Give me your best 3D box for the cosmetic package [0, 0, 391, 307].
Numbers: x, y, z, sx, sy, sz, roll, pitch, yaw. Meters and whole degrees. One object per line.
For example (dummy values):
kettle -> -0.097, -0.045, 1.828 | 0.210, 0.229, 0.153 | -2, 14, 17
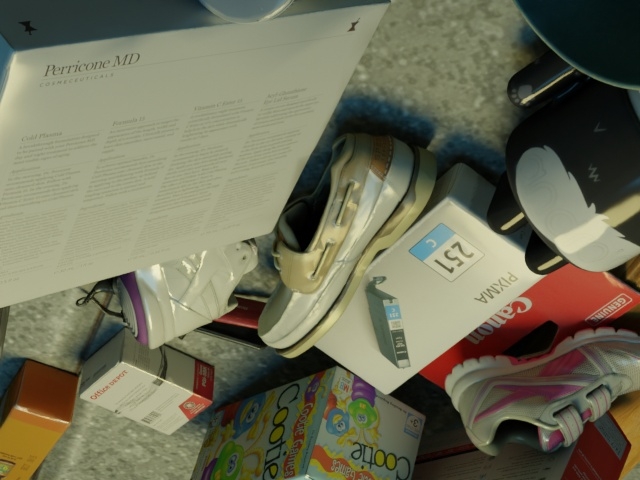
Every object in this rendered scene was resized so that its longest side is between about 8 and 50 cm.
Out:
cosmetic package -> -0.149, -0.096, 1.132 | 0.377, 0.097, 0.284 | -16, 148, -43

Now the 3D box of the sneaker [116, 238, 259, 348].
sneaker -> -0.141, -0.022, 1.441 | 0.152, 0.114, 0.305 | -15, 139, -20

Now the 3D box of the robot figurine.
robot figurine -> 0.288, -0.080, 1.290 | 0.209, 0.173, 0.278 | 15, 140, -41

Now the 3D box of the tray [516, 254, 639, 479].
tray -> 0.360, 0.144, 1.618 | 0.203, 0.076, 0.411 | 14, 137, -14

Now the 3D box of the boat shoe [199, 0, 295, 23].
boat shoe -> -0.080, -0.353, 1.017 | 0.136, 0.156, 0.367 | -17, 107, 27

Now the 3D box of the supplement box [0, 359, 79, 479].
supplement box -> -0.389, 0.250, 1.761 | 0.078, 0.080, 0.233 | 21, 134, -20

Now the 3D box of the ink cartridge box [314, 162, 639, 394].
ink cartridge box -> 0.158, 0.081, 1.505 | 0.261, 0.066, 0.296 | 34, 134, -13

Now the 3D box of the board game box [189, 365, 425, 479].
board game box -> -0.023, 0.269, 1.662 | 0.144, 0.142, 0.275 | 32, 148, -24

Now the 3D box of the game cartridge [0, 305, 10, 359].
game cartridge -> -0.318, -0.004, 1.298 | 0.060, 0.294, 0.196 | 2, 139, -5

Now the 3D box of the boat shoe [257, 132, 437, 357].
boat shoe -> 0.000, 0.000, 1.443 | 0.103, 0.113, 0.302 | 22, 125, -20

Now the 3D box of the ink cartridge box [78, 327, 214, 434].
ink cartridge box -> -0.212, 0.173, 1.681 | 0.135, 0.056, 0.099 | 29, 132, -28

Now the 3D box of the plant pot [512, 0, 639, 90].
plant pot -> 0.281, -0.279, 1.015 | 0.195, 0.290, 0.290 | -23, 149, -29

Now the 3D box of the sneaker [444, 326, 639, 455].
sneaker -> 0.267, 0.177, 1.507 | 0.252, 0.111, 0.103 | -16, 143, 13

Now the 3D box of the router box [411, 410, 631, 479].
router box -> 0.158, 0.335, 1.582 | 0.335, 0.301, 0.082 | -21, 112, 41

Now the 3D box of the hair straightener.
hair straightener -> -0.169, 0.094, 1.595 | 0.230, 0.047, 0.089 | 8, 138, -7
